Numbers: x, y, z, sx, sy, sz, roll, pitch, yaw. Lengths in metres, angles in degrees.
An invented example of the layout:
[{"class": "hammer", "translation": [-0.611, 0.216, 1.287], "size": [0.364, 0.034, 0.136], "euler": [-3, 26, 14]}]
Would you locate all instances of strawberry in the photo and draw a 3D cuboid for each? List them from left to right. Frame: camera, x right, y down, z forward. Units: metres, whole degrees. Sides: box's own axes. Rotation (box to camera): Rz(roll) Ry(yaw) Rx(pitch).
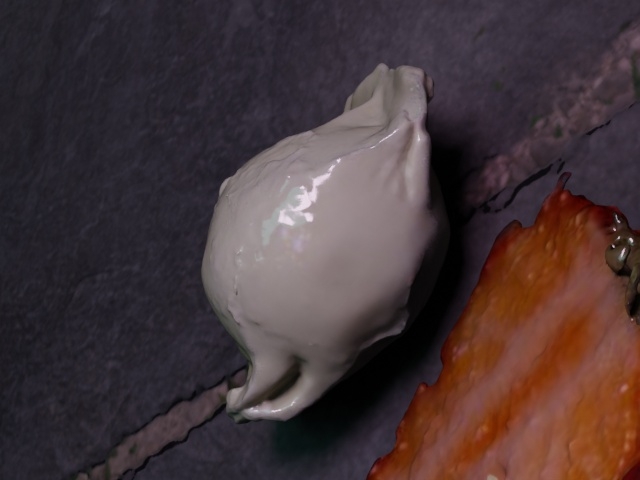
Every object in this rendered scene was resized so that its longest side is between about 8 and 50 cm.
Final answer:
[{"class": "strawberry", "translation": [0.146, 0.136, 0.935], "size": [0.280, 0.150, 0.253], "euler": [-62, 23, 9]}]

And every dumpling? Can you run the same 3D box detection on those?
[{"class": "dumpling", "translation": [0.000, 0.000, 1.145], "size": [0.193, 0.147, 0.258], "euler": [-119, 52, -75]}]
